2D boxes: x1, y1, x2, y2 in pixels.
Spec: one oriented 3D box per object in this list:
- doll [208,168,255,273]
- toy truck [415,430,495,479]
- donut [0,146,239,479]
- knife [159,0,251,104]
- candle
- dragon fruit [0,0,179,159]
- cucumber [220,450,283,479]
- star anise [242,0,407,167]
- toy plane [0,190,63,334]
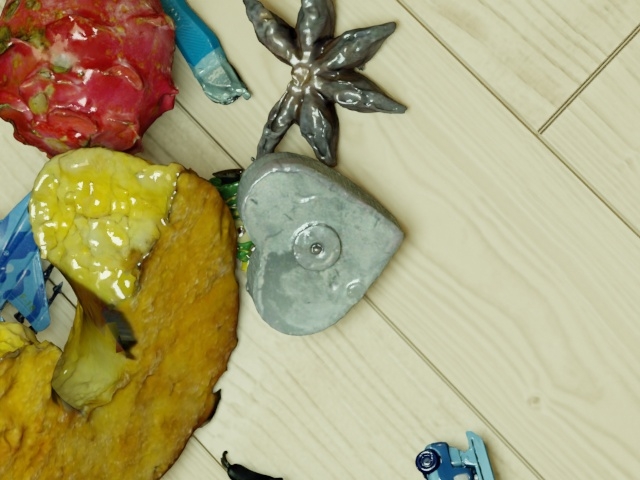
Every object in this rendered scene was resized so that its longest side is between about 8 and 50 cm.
[{"bbox_3d":[-0.083,-0.027,1.844,0.078,0.077,0.113,-4,120,27],"label":"doll"},{"bbox_3d":[0.147,0.267,1.760,0.074,0.063,0.136,-16,70,7],"label":"toy truck"},{"bbox_3d":[-0.268,0.122,1.732,0.163,0.435,0.378,24,137,29],"label":"donut"},{"bbox_3d":[-0.165,-0.266,1.871,0.044,0.026,0.296,-34,79,13],"label":"knife"},{"bbox_3d":[0.000,0.000,1.780,0.168,0.068,0.192,-10,110,-3],"label":"candle"},{"bbox_3d":[-0.246,-0.206,1.809,0.210,0.205,0.268,-19,62,18],"label":"dragon fruit"},{"bbox_3d":[-0.043,0.271,1.841,0.163,0.043,0.039,27,119,14],"label":"cucumber"},{"bbox_3d":[0.001,-0.179,1.799,0.171,0.063,0.208,-3,91,14],"label":"star anise"},{"bbox_3d":[-0.329,-0.003,1.908,0.169,0.078,0.246,38,96,13],"label":"toy plane"}]
